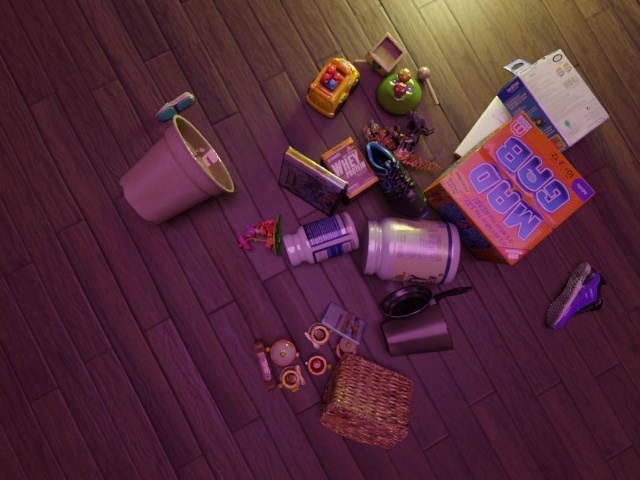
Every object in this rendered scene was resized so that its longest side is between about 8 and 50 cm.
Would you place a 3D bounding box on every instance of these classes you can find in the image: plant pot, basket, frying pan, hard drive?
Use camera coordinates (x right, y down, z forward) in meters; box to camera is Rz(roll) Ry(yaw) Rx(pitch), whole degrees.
[{"bbox_3d":[-0.538,-0.230,1.733,0.305,0.334,0.334,-33,87,7],"label":"plant pot"},{"bbox_3d":[0.164,0.595,1.745,0.298,0.214,0.223,22,45,-5],"label":"basket"},{"bbox_3d":[0.383,0.209,1.763,0.325,0.197,0.053,-21,111,5],"label":"frying pan"},{"bbox_3d":[0.703,-0.407,1.903,0.203,0.040,0.308,37,85,2],"label":"hard drive"},{"bbox_3d":[0.350,0.342,1.774,0.226,0.154,0.205,-17,67,1],"label":"basket"}]

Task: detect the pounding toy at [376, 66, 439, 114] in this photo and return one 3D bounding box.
[{"bbox_3d":[0.340,-0.605,1.858,0.236,0.110,0.183,-14,73,-6],"label":"pounding toy"}]

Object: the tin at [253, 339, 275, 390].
[{"bbox_3d":[-0.206,0.463,1.767,0.040,0.106,0.190,-17,86,-11],"label":"tin"}]

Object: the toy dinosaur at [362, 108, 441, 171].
[{"bbox_3d":[0.326,-0.378,1.860,0.321,0.164,0.219,32,100,-17],"label":"toy dinosaur"}]

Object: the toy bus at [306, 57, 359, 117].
[{"bbox_3d":[0.053,-0.616,1.817,0.149,0.211,0.220,35,83,3],"label":"toy bus"}]

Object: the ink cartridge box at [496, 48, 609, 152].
[{"bbox_3d":[0.877,-0.548,1.837,0.269,0.151,0.396,-33,88,-21],"label":"ink cartridge box"}]

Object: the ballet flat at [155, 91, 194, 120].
[{"bbox_3d":[-0.576,-0.528,1.876,0.168,0.057,0.052,-31,59,-8],"label":"ballet flat"}]

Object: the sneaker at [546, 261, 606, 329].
[{"bbox_3d":[0.998,0.240,1.825,0.146,0.102,0.294,36,85,1],"label":"sneaker"}]

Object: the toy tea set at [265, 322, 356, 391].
[{"bbox_3d":[-0.031,0.420,1.765,0.335,0.124,0.200,-26,86,-4],"label":"toy tea set"}]

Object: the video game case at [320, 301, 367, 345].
[{"bbox_3d":[0.091,0.313,1.793,0.166,0.119,0.015,30,127,1],"label":"video game case"}]

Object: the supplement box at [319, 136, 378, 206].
[{"bbox_3d":[0.102,-0.252,1.793,0.129,0.194,0.191,-33,87,-4],"label":"supplement box"}]

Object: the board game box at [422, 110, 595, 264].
[{"bbox_3d":[0.633,-0.167,1.690,0.356,0.356,0.357,-41,89,1],"label":"board game box"}]

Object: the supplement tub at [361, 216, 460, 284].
[{"bbox_3d":[0.324,0.036,1.755,0.324,0.235,0.236,4,85,-1],"label":"supplement tub"}]

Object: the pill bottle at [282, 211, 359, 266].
[{"bbox_3d":[0.000,0.000,1.789,0.264,0.153,0.153,-18,86,-4],"label":"pill bottle"}]

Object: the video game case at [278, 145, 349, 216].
[{"bbox_3d":[-0.035,-0.206,1.746,0.248,0.275,0.035,32,70,1],"label":"video game case"}]

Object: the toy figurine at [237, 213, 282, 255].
[{"bbox_3d":[-0.235,-0.024,1.815,0.159,0.130,0.173,0,63,7],"label":"toy figurine"}]

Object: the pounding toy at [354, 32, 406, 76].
[{"bbox_3d":[0.236,-0.733,1.900,0.130,0.100,0.141,41,87,-12],"label":"pounding toy"}]

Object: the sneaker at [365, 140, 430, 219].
[{"bbox_3d":[0.264,-0.215,1.721,0.125,0.140,0.341,-38,68,1],"label":"sneaker"}]
